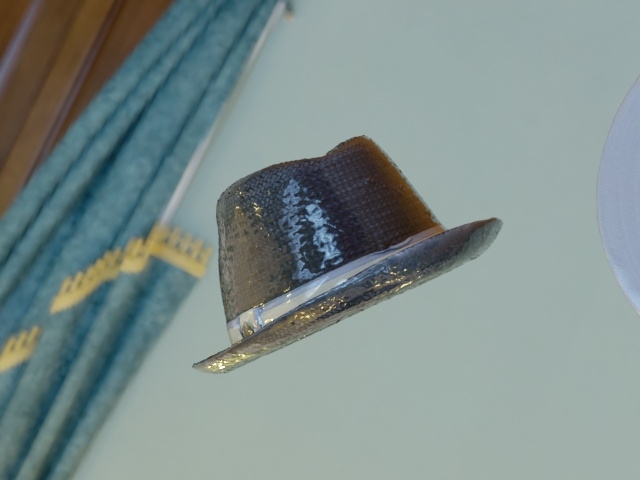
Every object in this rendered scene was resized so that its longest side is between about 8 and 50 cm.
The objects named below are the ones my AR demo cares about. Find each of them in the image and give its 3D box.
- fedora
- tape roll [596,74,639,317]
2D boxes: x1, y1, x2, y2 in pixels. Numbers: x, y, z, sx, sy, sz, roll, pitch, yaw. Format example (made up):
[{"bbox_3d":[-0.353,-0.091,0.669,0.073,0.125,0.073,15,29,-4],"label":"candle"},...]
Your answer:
[{"bbox_3d":[0.000,0.000,1.163,0.334,0.334,0.152,16,-130,-84],"label":"fedora"},{"bbox_3d":[0.254,-0.019,0.634,0.219,0.219,0.072,27,174,30],"label":"tape roll"}]
